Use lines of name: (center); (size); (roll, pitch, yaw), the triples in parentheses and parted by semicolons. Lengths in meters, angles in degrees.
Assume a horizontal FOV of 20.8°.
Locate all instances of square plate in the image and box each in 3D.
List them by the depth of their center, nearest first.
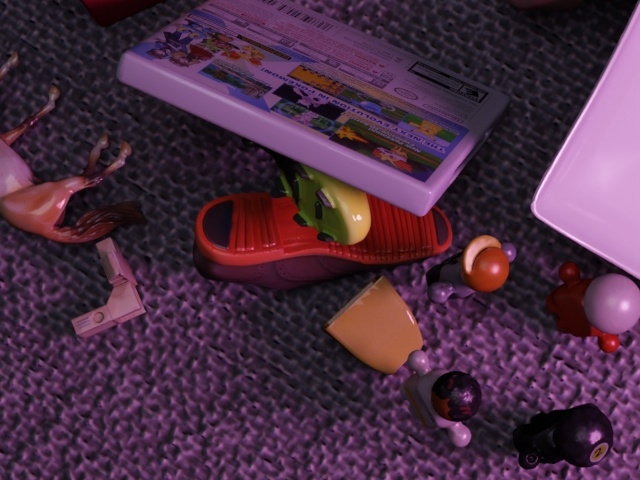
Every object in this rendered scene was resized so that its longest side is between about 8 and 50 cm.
square plate: (0.400, -0.099, 1.735); (0.347, 0.049, 0.344); (31, 83, -24)

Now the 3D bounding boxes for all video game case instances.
video game case: (0.003, -0.152, 1.757); (0.329, 0.300, 0.036); (25, 118, 10)

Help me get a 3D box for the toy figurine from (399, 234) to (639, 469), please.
toy figurine: (0.194, 0.110, 1.711); (0.210, 0.148, 0.213); (19, 80, -13)

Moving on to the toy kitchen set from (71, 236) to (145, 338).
toy kitchen set: (-0.237, 0.047, 1.839); (0.075, 0.068, 0.083); (-24, 77, 1)

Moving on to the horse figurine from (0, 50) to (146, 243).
horse figurine: (-0.314, -0.078, 1.875); (0.263, 0.066, 0.174); (39, 80, 14)

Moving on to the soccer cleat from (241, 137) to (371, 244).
soccer cleat: (0.001, -0.098, 1.768); (0.121, 0.093, 0.289); (-16, 37, -16)

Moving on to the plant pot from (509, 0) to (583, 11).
plant pot: (0.324, -0.351, 1.787); (0.229, 0.263, 0.263); (6, 79, -12)

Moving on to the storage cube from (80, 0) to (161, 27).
storage cube: (-0.207, -0.367, 1.855); (0.215, 0.193, 0.183); (-25, 77, 2)

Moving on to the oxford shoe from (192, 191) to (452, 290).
oxford shoe: (0.000, 0.000, 1.821); (0.271, 0.098, 0.097); (0, 60, -10)

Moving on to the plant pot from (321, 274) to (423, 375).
plant pot: (0.060, 0.092, 1.795); (0.081, 0.081, 0.083); (-44, 91, -3)
